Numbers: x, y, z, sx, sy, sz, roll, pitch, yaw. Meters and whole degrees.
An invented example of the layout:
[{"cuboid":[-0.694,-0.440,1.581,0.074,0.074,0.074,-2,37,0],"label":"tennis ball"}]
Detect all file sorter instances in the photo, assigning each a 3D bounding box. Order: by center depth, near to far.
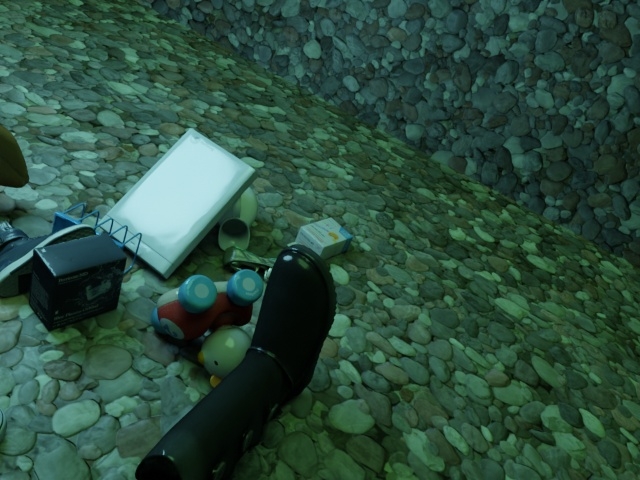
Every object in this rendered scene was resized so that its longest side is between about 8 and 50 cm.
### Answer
[{"cuboid":[-0.521,0.005,1.299,0.170,0.118,0.104,27,27,4],"label":"file sorter"}]

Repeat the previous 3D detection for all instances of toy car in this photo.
[{"cuboid":[-0.223,0.211,1.173,0.210,0.219,0.238,-5,71,-36],"label":"toy car"}]

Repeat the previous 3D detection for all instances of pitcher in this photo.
[{"cuboid":[-0.235,-0.096,1.566,0.125,0.178,0.207,7,37,-10],"label":"pitcher"}]

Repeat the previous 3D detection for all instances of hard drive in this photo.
[{"cuboid":[-0.362,-0.104,1.429,0.233,0.047,0.353,34,71,16],"label":"hard drive"}]

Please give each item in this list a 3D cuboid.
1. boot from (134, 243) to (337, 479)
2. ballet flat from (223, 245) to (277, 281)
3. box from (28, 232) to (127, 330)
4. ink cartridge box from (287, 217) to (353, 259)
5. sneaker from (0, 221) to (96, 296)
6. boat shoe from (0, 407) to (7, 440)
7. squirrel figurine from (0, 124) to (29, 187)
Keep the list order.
[{"cuboid":[-0.145,0.248,0.984,0.146,0.367,0.445,19,30,25],"label":"boot"},{"cuboid":[-0.158,0.076,1.491,0.213,0.072,0.068,17,61,-10],"label":"ballet flat"},{"cuboid":[-0.505,0.083,1.160,0.093,0.158,0.155,42,37,25],"label":"box"},{"cuboid":[0.000,0.000,1.686,0.104,0.062,0.181,41,37,25],"label":"ink cartridge box"},{"cuboid":[-0.616,-0.002,1.211,0.226,0.086,0.163,-33,53,-15],"label":"sneaker"},{"cuboid":[-0.622,0.309,0.817,0.301,0.102,0.108,-15,49,-44],"label":"boat shoe"},{"cuboid":[-0.907,-0.257,1.191,0.370,0.397,0.281,18,41,15],"label":"squirrel figurine"}]
